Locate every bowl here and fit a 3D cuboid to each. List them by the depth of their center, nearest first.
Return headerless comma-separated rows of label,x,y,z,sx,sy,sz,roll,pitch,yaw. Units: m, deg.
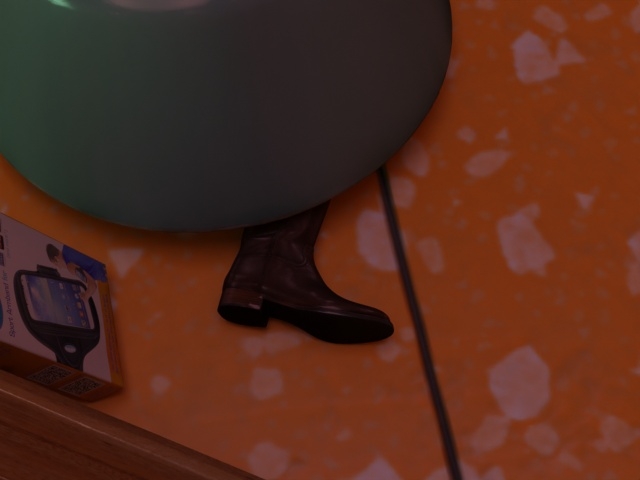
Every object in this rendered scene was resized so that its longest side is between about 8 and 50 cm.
bowl,-0.075,-0.178,0.785,0.311,0.163,0.311,-2,56,3

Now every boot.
boot,0.000,0.000,0.781,0.106,0.037,0.114,11,59,6

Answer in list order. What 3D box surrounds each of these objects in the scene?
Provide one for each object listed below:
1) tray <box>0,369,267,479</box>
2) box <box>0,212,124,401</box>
tray,-0.114,0.171,0.565,0.411,0.076,0.203,23,37,-6
box,-0.159,0.032,0.711,0.028,0.136,0.081,-23,62,19
